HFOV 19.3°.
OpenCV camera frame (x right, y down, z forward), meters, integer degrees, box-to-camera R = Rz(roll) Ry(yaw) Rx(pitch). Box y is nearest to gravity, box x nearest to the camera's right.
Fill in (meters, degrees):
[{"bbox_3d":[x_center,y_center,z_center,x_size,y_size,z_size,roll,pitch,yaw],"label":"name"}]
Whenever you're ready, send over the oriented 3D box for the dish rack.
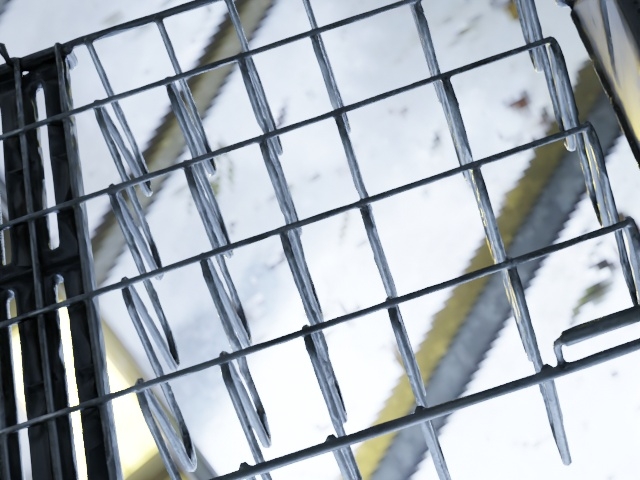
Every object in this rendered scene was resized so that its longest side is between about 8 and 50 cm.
[{"bbox_3d":[0.000,0.000,0.524,0.271,0.074,0.208,-17,-136,4],"label":"dish rack"}]
